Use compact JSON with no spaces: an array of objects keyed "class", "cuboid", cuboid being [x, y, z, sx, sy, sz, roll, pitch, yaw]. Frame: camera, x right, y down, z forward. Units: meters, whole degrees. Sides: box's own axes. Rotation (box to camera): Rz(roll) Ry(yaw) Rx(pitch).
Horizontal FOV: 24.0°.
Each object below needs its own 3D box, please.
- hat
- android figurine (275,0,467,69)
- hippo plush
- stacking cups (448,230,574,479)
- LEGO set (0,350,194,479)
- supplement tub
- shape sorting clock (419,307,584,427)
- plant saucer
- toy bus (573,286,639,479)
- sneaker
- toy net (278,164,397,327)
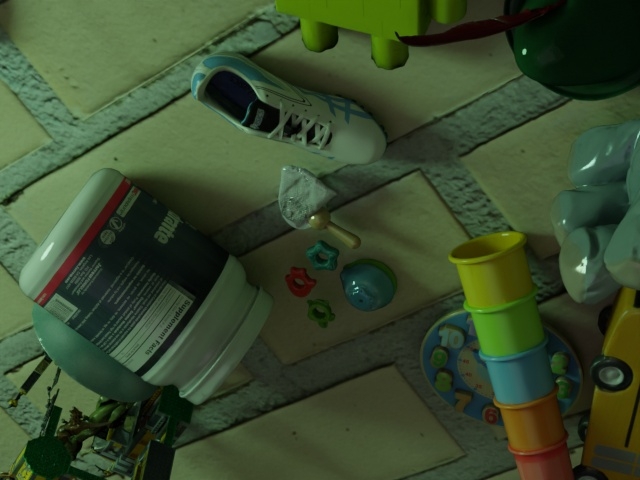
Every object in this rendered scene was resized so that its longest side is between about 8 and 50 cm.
[{"class":"hat","cuboid":[0.228,-0.187,1.498,0.208,0.183,0.173,-14,108,34]},{"class":"android figurine","cuboid":[0.032,-0.294,1.547,0.248,0.056,0.273,15,145,16]},{"class":"hippo plush","cuboid":[0.403,-0.033,1.592,0.236,0.234,0.294,26,89,-23]},{"class":"stacking cups","cuboid":[0.240,0.150,1.765,0.096,0.096,0.316,-12,103,27]},{"class":"LEGO set","cuboid":[-0.303,0.275,1.992,0.255,0.331,0.192,19,134,-21]},{"class":"supplement tub","cuboid":[-0.214,0.058,1.853,0.272,0.191,0.191,37,129,-9]},{"class":"shape sorting clock","cuboid":[0.224,0.162,1.870,0.206,0.040,0.206,10,128,13]},{"class":"plant saucer","cuboid":[-0.278,0.123,1.932,0.195,0.195,0.037,37,113,-9]},{"class":"toy bus","cuboid":[0.381,0.182,1.786,0.130,0.108,0.333,10,128,10]},{"class":"sneaker","cuboid":[-0.038,-0.139,1.711,0.237,0.086,0.085,23,128,0]},{"class":"toy net","cuboid":[0.000,0.000,1.830,0.122,0.045,0.232,-11,119,29]}]
